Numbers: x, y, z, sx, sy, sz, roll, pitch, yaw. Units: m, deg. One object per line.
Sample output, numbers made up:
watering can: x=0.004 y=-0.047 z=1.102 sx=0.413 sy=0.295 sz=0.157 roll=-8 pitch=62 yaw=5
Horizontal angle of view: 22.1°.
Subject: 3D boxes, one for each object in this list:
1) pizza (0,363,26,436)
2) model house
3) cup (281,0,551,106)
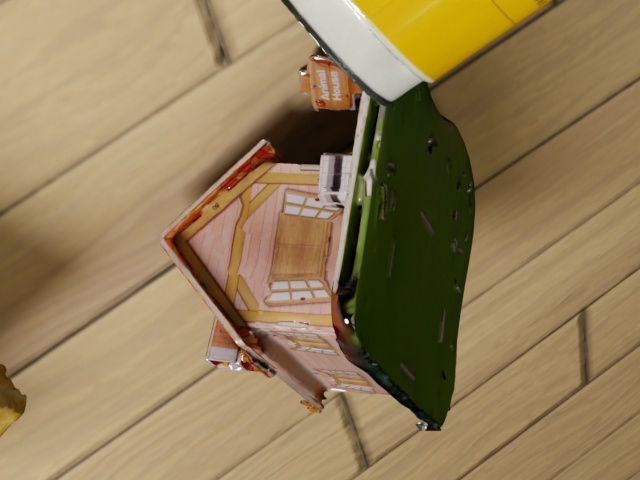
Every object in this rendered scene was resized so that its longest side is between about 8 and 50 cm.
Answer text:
pizza: x=-0.330 y=0.105 z=0.873 sx=0.258 sy=0.087 sz=0.268 roll=-39 pitch=147 yaw=4
model house: x=0.000 y=0.001 z=1.085 sx=0.294 sy=0.154 sz=0.207 roll=50 pitch=45 yaw=-66
cup: x=0.101 y=-0.209 z=0.878 sx=0.280 sy=0.196 sz=0.196 roll=-40 pitch=149 yaw=13
